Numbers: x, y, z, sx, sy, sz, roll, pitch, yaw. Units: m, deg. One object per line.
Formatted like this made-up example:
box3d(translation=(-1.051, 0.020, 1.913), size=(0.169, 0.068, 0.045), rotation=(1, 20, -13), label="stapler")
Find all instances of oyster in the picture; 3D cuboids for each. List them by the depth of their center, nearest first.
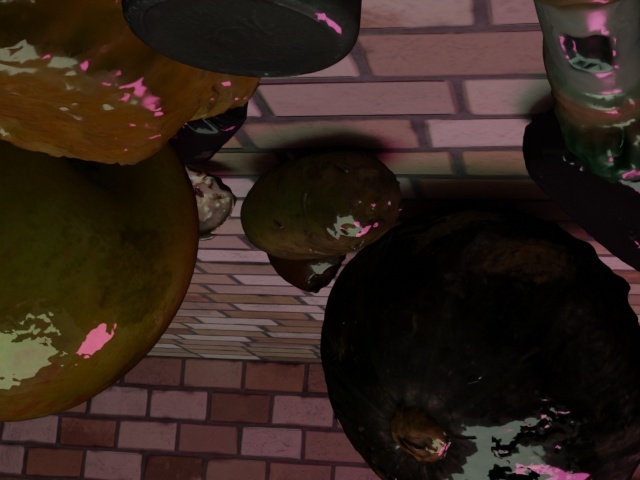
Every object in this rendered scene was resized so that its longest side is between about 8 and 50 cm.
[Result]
box3d(translation=(-0.273, -0.070, 1.240), size=(0.345, 0.079, 0.129), rotation=(7, 145, -6), label="oyster")

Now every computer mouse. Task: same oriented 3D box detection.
box3d(translation=(0.332, -0.050, 1.020), size=(0.323, 0.116, 0.183), rotation=(34, 162, -37), label="computer mouse")

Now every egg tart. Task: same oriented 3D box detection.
box3d(translation=(-0.211, -0.152, 0.698), size=(0.339, 0.153, 0.351), rotation=(5, 166, 7), label="egg tart")

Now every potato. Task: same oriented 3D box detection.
box3d(translation=(-0.004, -0.039, 1.190), size=(0.149, 0.113, 0.251), rotation=(14, 167, -27), label="potato")

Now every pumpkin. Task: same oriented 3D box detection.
box3d(translation=(0.208, 0.170, 1.338), size=(0.454, 0.455, 0.344), rotation=(-6, -167, 36), label="pumpkin")

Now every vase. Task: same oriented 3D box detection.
box3d(translation=(-0.019, -0.176, 0.391), size=(0.086, 0.214, 0.086), rotation=(5, 168, 1), label="vase")

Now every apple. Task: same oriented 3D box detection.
box3d(translation=(-0.286, -0.002, 0.973), size=(0.339, 0.340, 0.339), rotation=(4, 167, 1), label="apple")

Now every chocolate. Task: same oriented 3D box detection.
box3d(translation=(0.000, 0.000, 1.346), size=(0.127, 0.124, 0.133), rotation=(18, 131, -30), label="chocolate")

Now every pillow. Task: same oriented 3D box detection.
box3d(translation=(-0.134, -0.110, 1.059), size=(0.090, 0.048, 0.150), rotation=(12, 162, -19), label="pillow")

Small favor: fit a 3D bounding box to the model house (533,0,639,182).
box3d(translation=(0.214, -0.167, 0.442), size=(0.267, 0.194, 0.325), rotation=(-1, 163, 20), label="model house")
